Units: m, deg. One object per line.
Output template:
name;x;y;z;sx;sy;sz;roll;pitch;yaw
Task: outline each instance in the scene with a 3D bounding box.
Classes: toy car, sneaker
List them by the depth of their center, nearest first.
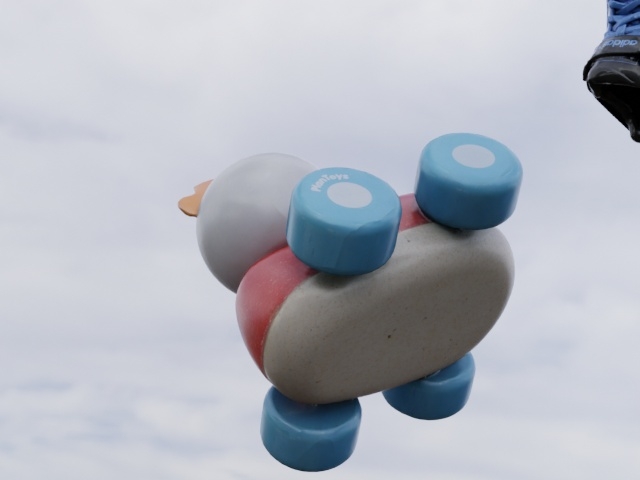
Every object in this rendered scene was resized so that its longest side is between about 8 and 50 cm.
sneaker;0.173;-0.122;0.683;0.058;0.084;0.152;0;-57;49
toy car;0.000;0.000;0.937;0.210;0.238;0.219;-18;-46;-31
